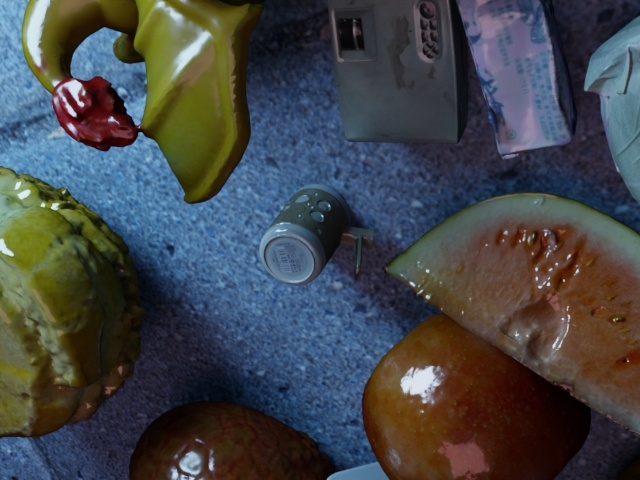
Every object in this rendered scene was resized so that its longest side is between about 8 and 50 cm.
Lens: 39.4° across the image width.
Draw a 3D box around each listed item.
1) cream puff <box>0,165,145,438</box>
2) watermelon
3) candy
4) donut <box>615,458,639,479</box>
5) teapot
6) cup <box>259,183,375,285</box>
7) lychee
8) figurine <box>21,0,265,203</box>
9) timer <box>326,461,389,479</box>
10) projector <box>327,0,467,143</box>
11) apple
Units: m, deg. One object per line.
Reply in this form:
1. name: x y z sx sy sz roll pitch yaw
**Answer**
1. cream puff: -0.343 0.055 1.020 0.343 0.231 0.327 -30 100 40
2. watermelon: 0.230 0.058 0.859 0.303 0.128 0.159 32 83 17
3. candy: 0.172 -0.160 0.769 0.073 0.092 0.160 -10 117 25
4. donut: 0.397 0.295 0.961 0.174 0.075 0.190 43 126 -7
5. teapot: 0.320 -0.125 0.689 0.221 0.163 0.178 -28 99 33
6. cup: -0.005 0.004 0.933 0.102 0.099 0.074 38 126 -2
7. lychee: -0.129 0.318 1.081 0.255 0.299 0.255 22 116 56
8. figurine: -0.114 -0.260 0.720 0.387 0.268 0.401 -30 95 47
9. timer: 0.124 0.374 1.013 0.194 0.192 0.195 -14 118 -6
10. projector: 0.074 -0.166 0.822 0.115 0.061 0.147 3 120 19
11. apple: 0.155 0.179 0.906 0.201 0.218 0.218 51 128 19
